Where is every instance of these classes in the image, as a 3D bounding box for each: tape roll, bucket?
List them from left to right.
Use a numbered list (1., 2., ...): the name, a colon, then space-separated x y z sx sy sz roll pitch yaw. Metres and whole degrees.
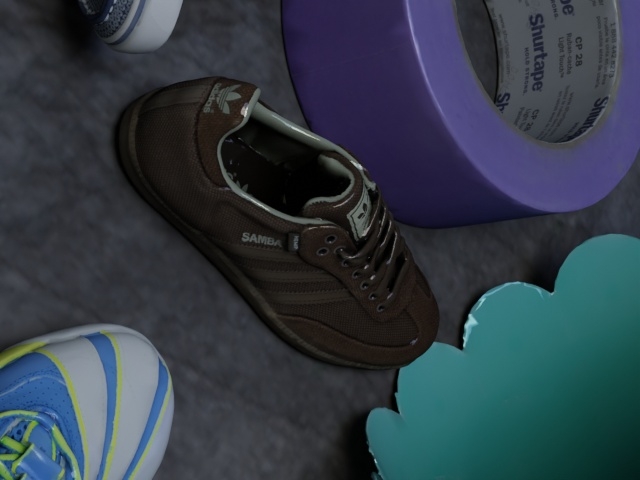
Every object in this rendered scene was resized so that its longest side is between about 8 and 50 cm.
1. tape roll: 0.077 -0.102 0.642 0.189 0.080 0.189 6 81 -43
2. bucket: 0.175 0.116 0.581 0.281 0.281 0.183 -38 111 -40

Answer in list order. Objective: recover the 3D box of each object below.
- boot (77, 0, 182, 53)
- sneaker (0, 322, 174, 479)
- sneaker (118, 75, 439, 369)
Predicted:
1. boot: -0.104 -0.163 0.497 0.086 0.069 0.190 0 76 -36
2. sneaker: -0.106 0.108 0.409 0.240 0.126 0.091 -44 114 -37
3. sneaker: 0.000 0.000 0.561 0.188 0.071 0.066 37 61 -33
